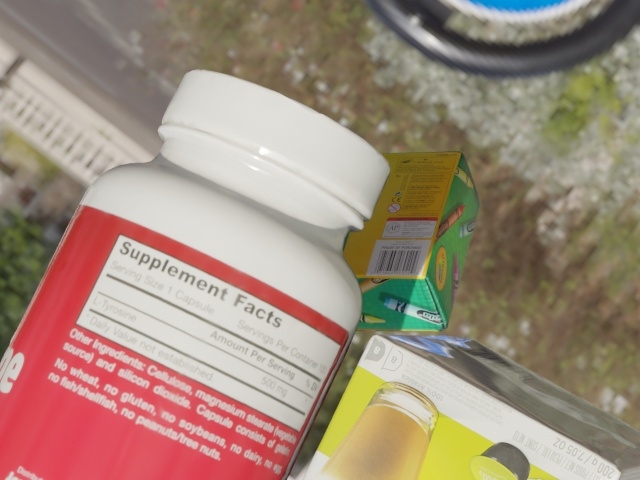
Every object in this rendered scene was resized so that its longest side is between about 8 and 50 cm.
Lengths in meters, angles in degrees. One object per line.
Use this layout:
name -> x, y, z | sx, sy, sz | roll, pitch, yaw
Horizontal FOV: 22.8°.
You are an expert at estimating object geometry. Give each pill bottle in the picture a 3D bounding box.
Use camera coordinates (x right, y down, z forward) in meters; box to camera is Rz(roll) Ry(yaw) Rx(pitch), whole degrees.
pill bottle -> -0.110, 0.092, 1.169 | 0.229, 0.408, 0.229 | 25, 172, 4

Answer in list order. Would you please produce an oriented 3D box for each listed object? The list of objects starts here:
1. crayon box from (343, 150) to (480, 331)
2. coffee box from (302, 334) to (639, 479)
crayon box -> 0.000, 0.000, 1.543 | 0.278, 0.165, 0.081 | 0, 137, 23
coffee box -> 0.193, 0.337, 1.965 | 0.337, 0.334, 0.338 | 29, -172, 23
